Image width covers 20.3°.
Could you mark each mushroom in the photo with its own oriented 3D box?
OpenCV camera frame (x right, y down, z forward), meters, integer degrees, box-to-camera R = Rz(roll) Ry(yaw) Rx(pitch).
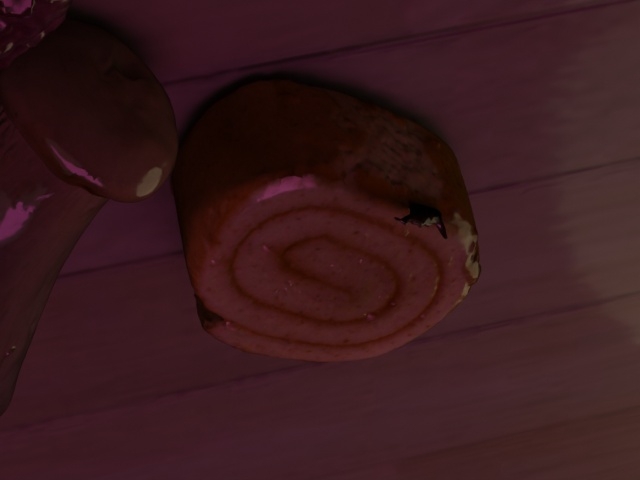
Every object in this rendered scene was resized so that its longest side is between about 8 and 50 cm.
[{"bbox_3d":[-0.155,0.015,0.737,0.108,0.096,0.247,30,122,-13],"label":"mushroom"}]

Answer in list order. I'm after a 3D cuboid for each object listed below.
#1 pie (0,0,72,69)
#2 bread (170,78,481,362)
[{"bbox_3d":[-0.153,-0.137,0.511,0.204,0.054,0.218,-25,114,-7],"label":"pie"},{"bbox_3d":[0.000,0.000,0.792,0.149,0.073,0.122,18,131,-36],"label":"bread"}]
